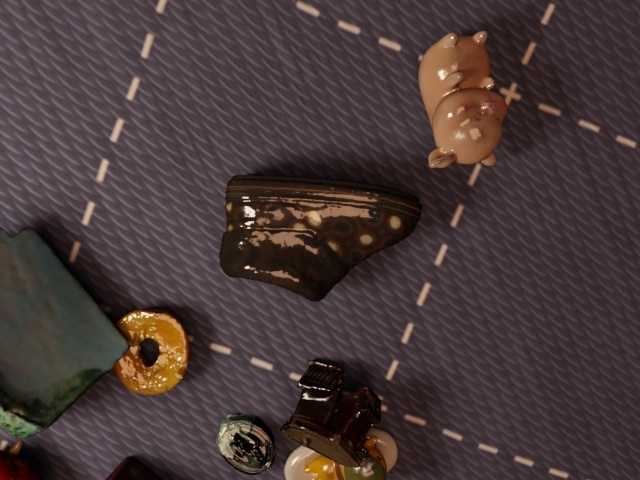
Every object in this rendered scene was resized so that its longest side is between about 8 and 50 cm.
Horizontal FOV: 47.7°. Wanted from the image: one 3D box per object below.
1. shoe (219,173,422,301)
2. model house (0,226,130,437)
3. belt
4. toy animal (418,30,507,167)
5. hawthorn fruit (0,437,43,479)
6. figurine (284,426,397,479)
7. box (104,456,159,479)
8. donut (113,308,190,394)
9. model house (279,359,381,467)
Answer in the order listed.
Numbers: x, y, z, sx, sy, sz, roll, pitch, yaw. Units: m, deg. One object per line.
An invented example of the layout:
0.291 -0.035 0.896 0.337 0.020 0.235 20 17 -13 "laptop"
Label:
0.000 0.000 1.393 0.383 0.171 0.237 4 93 -3 "shoe"
-0.635 0.204 1.365 0.339 0.297 0.360 -32 102 35 "model house"
-0.155 0.426 1.519 0.140 0.058 0.105 38 93 -8 "belt"
0.266 -0.264 1.375 0.166 0.154 0.250 -6 83 -13 "toy animal"
-0.654 0.511 1.435 0.215 0.215 0.250 18 77 -7 "hawthorn fruit"
0.049 0.487 1.501 0.250 0.141 0.167 -24 102 1 "figurine"
-0.430 0.598 1.470 0.167 0.193 0.294 44 93 -4 "box"
-0.341 0.220 1.470 0.162 0.065 0.178 11 100 -1 "donut"
0.029 0.345 1.465 0.203 0.141 0.164 20 59 27 "model house"
